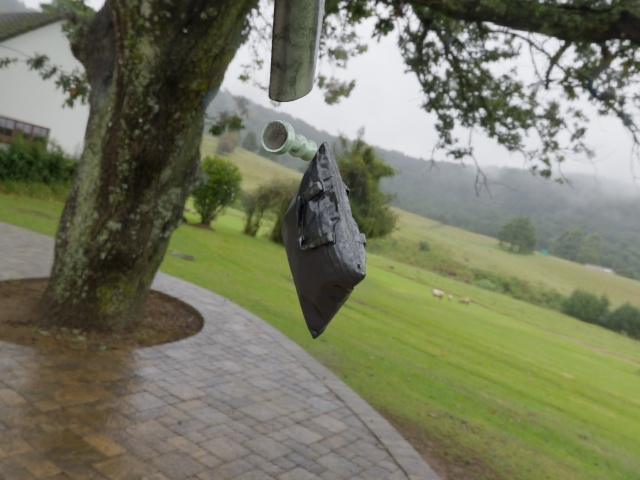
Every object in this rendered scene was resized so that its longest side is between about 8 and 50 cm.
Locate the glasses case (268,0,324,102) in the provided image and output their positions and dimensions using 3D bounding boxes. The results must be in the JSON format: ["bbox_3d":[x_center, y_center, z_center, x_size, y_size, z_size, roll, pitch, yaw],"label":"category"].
[{"bbox_3d":[-0.041,-0.398,0.984,0.060,0.299,0.114,37,52,23],"label":"glasses case"}]

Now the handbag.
[{"bbox_3d":[0.000,0.000,0.874,0.088,0.254,0.211,1,-32,-23],"label":"handbag"}]

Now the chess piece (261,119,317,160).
[{"bbox_3d":[-0.042,-0.167,0.962,0.059,0.059,0.149,15,2,29],"label":"chess piece"}]
